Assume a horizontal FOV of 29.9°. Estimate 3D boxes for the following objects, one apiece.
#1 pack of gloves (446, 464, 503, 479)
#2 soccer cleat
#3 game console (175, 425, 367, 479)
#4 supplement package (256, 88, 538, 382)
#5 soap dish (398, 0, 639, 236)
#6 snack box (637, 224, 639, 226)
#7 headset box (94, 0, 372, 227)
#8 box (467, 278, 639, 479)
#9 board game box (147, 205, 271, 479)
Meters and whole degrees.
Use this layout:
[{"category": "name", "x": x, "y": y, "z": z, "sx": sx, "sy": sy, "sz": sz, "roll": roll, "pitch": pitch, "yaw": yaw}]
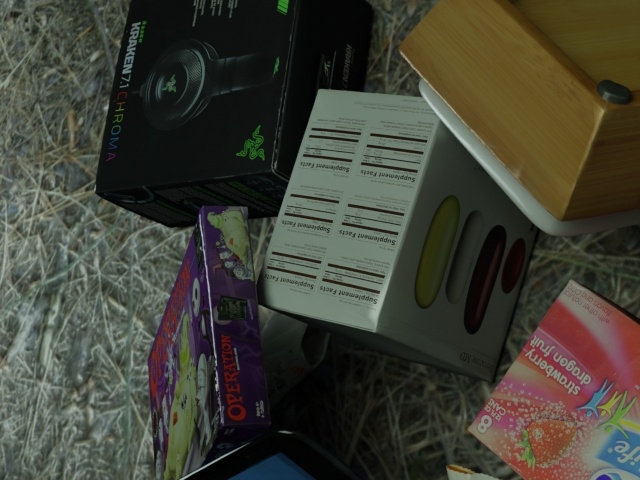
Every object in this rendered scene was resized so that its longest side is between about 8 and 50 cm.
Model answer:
[{"category": "pack of gloves", "x": 0.163, "y": 0.301, "z": 0.894, "sx": 0.195, "sy": 0.046, "sz": 0.232, "roll": 7, "pitch": 112, "yaw": 58}, {"category": "soccer cleat", "x": -0.045, "y": 0.129, "z": 1.215, "sx": 0.076, "sy": 0.068, "sz": 0.196, "roll": 31, "pitch": 90, "yaw": 39}, {"category": "game console", "x": -0.034, "y": 0.324, "z": 1.012, "sx": 0.293, "sy": 0.173, "sz": 0.250, "roll": -35, "pitch": 52, "yaw": 43}, {"category": "supplement package", "x": 0.078, "y": -0.003, "z": 1.080, "sx": 0.149, "sy": 0.194, "sz": 0.203, "roll": 11, "pitch": 80, "yaw": 42}, {"category": "soap dish", "x": 0.243, "y": -0.124, "z": 0.938, "sx": 0.229, "sy": 0.291, "sz": 0.118, "roll": 55, "pitch": 144, "yaw": 39}, {"category": "snack box", "x": 0.258, "y": -0.051, "z": 1.017, "sx": 0.037, "sy": 0.100, "sz": 0.141, "roll": -49, "pitch": 49, "yaw": 13}, {"category": "headset box", "x": -0.088, "y": -0.155, "z": 1.319, "sx": 0.283, "sy": 0.131, "sz": 0.246, "roll": -3, "pitch": 71, "yaw": 38}, {"category": "box", "x": 0.277, "y": 0.178, "z": 0.881, "sx": 0.300, "sy": 0.142, "sz": 0.154, "roll": 40, "pitch": 100, "yaw": 41}, {"category": "board game box", "x": -0.116, "y": 0.140, "z": 1.146, "sx": 0.347, "sy": 0.056, "sz": 0.208, "roll": 118, "pitch": 153, "yaw": -57}]
